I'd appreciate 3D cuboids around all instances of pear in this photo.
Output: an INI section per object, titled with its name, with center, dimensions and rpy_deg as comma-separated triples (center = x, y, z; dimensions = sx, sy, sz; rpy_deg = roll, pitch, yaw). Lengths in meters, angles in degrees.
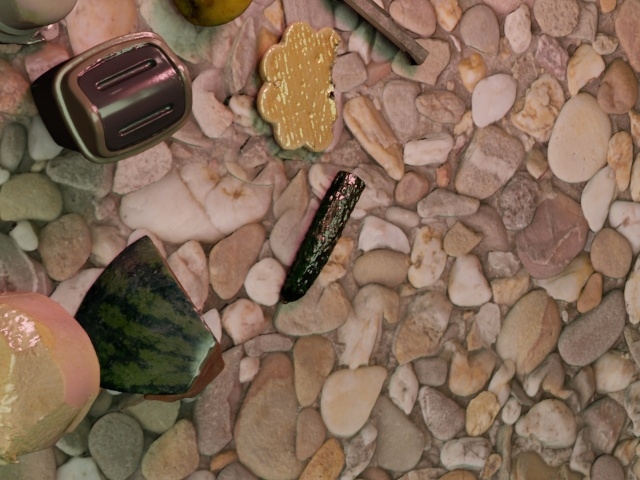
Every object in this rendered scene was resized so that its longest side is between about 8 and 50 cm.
[pear]
center = -0.189, -0.460, 1.829
dimensions = 0.149, 0.149, 0.162
rpy_deg = 43, 69, -28

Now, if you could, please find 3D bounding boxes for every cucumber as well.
[cucumber]
center = 0.000, 0.000, 2.055
dimensions = 0.067, 0.067, 0.293
rpy_deg = 31, 82, -30

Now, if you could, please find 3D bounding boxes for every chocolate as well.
[chocolate]
center = -0.463, -0.406, 1.652
dimensions = 0.221, 0.147, 0.221
rpy_deg = -29, 128, -46

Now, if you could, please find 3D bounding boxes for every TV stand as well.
[TV stand]
center = 0.114, -0.439, 2.065
dimensions = 0.256, 0.049, 0.040
rpy_deg = 34, 81, -30

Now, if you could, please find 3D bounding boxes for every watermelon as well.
[watermelon]
center = -0.267, 0.146, 1.854
dimensions = 0.293, 0.283, 0.250
rpy_deg = -12, 120, -54

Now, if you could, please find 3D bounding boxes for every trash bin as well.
[trash bin]
center = -0.346, -0.235, 1.688
dimensions = 0.209, 0.290, 0.182
rpy_deg = -32, 112, -23

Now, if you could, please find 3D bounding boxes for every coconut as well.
[coconut]
center = -0.522, 0.221, 1.656
dimensions = 0.297, 0.309, 0.297
rpy_deg = 0, 88, 8

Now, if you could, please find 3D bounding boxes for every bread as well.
[bread]
center = -0.044, -0.299, 1.999
dimensions = 0.182, 0.039, 0.250
rpy_deg = 0, 97, -30
